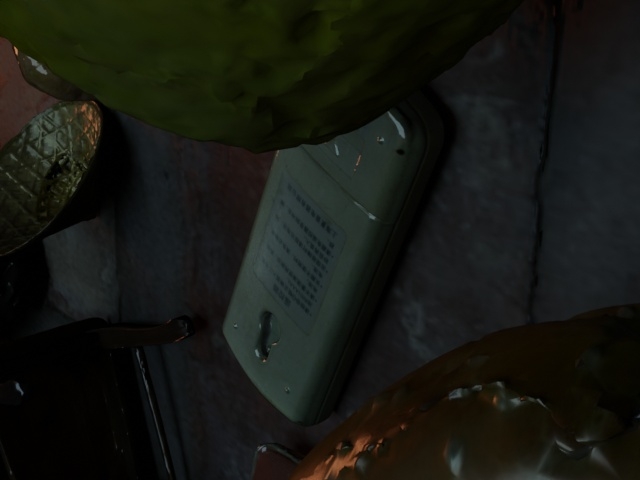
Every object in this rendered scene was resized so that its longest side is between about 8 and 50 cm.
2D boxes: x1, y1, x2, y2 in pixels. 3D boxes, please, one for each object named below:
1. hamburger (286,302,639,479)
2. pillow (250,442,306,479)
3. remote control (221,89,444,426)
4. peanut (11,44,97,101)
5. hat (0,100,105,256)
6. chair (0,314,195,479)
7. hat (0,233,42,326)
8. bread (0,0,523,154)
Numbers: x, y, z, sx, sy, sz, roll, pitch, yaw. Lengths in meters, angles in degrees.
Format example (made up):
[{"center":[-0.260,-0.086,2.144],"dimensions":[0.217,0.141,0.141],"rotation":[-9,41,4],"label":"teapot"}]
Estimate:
[{"center":[0.104,0.197,0.409],"dimensions":[0.277,0.195,0.318],"rotation":[-35,76,33],"label":"hamburger"},{"center":[0.031,0.221,0.657],"dimensions":[0.232,0.043,0.126],"rotation":[31,123,41],"label":"pillow"},{"center":[0.000,0.000,0.633],"dimensions":[0.098,0.038,0.234],"rotation":[48,134,32],"label":"remote control"},{"center":[-0.193,-0.200,0.758],"dimensions":[0.095,0.108,0.226],"rotation":[-27,81,60],"label":"peanut"},{"center":[-0.199,-0.034,0.857],"dimensions":[0.146,0.067,0.146],"rotation":[-24,45,27],"label":"hat"},{"center":[-0.215,0.166,0.860],"dimensions":[0.319,0.160,0.186],"rotation":[-10,98,51],"label":"chair"},{"center":[-0.432,-0.001,1.002],"dimensions":[0.336,0.209,0.238],"rotation":[28,102,41],"label":"hat"},{"center":[-0.020,-0.224,0.368],"dimensions":[0.308,0.348,0.348],"rotation":[-45,66,55],"label":"bread"}]
